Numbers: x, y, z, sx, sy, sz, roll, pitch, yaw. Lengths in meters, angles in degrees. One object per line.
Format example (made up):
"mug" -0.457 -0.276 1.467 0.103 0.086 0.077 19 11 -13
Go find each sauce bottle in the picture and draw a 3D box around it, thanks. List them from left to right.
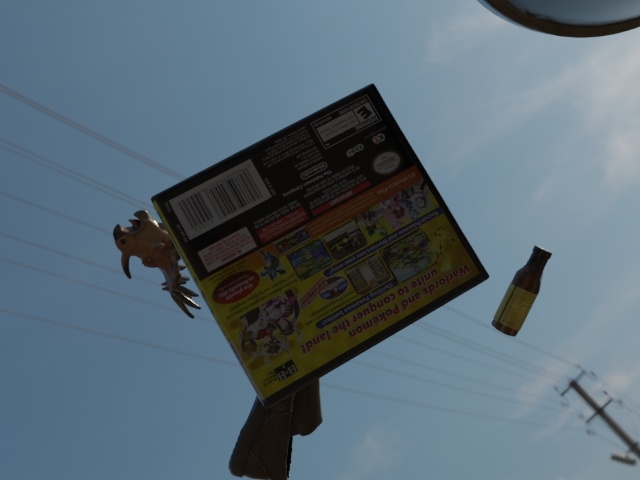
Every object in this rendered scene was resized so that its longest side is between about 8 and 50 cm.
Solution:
"sauce bottle" 0.280 0.069 1.013 0.042 0.042 0.128 13 -73 -44

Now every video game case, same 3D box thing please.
"video game case" 0.000 0.000 0.782 0.274 0.248 0.035 -29 -7 -10

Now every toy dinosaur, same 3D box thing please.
"toy dinosaur" -0.108 0.055 0.954 0.200 0.296 0.127 -43 -14 0

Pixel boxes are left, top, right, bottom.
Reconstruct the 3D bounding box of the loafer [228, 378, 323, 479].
"loafer" -0.048 0.281 1.330 0.134 0.130 0.366 -62 -6 -71

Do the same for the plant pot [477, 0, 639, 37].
"plant pot" 0.267 -0.327 0.629 0.323 0.280 0.323 1 -69 3
